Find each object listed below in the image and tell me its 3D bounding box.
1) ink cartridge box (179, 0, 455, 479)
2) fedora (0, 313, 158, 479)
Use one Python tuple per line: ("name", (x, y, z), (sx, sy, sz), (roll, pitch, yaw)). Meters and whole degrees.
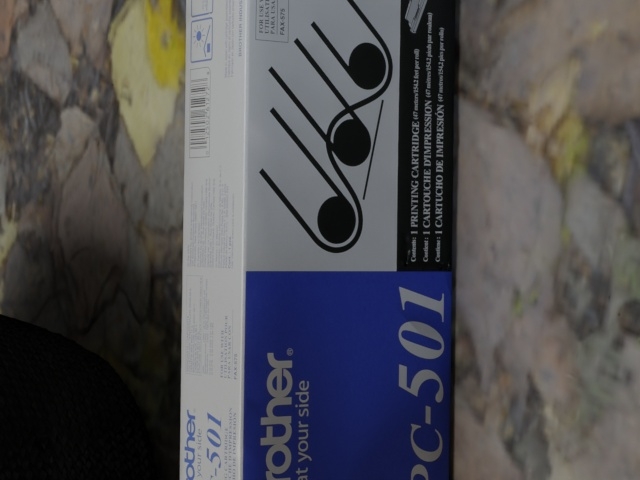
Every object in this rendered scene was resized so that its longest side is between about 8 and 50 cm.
("ink cartridge box", (0.000, 0.000, 0.635), (0.046, 0.097, 0.207), (1, 90, 54))
("fedora", (-0.170, 0.131, 0.823), (0.334, 0.152, 0.334), (-7, 81, 58))
